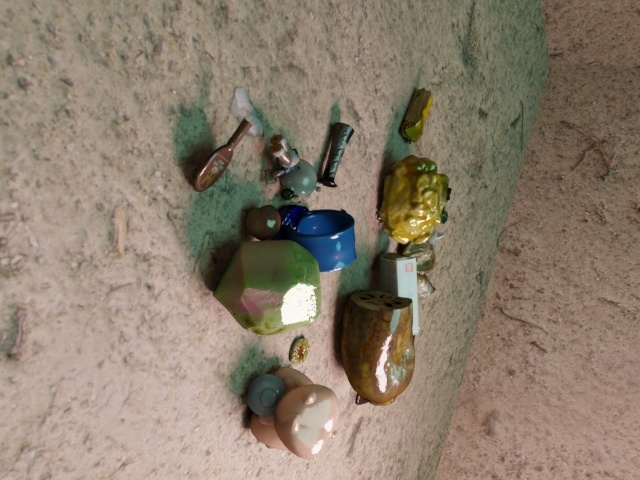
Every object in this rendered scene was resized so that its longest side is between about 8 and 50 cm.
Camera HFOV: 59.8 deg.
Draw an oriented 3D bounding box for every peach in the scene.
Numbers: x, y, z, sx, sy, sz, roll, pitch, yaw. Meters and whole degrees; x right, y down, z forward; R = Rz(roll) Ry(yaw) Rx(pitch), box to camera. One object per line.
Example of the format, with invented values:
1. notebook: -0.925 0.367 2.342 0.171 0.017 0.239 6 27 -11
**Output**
1. peach: -0.126 -0.040 1.246 0.083 0.083 0.083 -29 125 -52

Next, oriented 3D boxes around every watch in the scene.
1. watch: -0.005 -0.002 1.351 0.196 0.200 0.171 -42 132 -40

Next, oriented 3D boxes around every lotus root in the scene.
1. lotus root: 0.178 0.336 1.744 0.250 0.250 0.346 -21 112 -55

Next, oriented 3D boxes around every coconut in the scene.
1. coconut: -0.115 0.101 1.200 0.236 0.235 0.205 11 68 -60

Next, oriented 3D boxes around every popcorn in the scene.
1. popcorn: 0.301 -0.128 1.810 0.252 0.215 0.286 -160 -96 -88

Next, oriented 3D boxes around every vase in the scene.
1. vase: 0.040 -0.225 1.478 0.059 0.059 0.167 30 75 -59

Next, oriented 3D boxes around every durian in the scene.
1. durian: 0.335 0.066 2.048 0.188 0.091 0.148 -11 76 -34

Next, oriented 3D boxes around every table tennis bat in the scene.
1. table tennis bat: -0.230 -0.194 1.089 0.170 0.119 0.107 -52 175 1

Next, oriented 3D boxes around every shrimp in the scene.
1. shrimp: 0.360 0.188 2.101 0.185 0.068 0.287 59 25 -16

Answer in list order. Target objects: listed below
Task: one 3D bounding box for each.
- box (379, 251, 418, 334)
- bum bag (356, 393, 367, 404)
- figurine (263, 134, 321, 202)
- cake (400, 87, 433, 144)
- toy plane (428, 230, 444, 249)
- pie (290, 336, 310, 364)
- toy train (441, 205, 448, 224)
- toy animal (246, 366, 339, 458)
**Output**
1. box: 0.264 0.179 1.876 0.079 0.135 0.270 -6 97 -20
2. bum bag: 0.173 0.515 2.011 0.109 0.026 0.159 16 88 -61
3. figurine: -0.072 -0.161 1.288 0.197 0.093 0.147 44 41 -47
4. cake: 0.338 -0.413 1.893 0.116 0.079 0.185 53 52 -50
5. toy plane: 0.420 0.026 2.191 0.174 0.080 0.174 -30 127 -49
6. pie: -0.056 0.309 1.554 0.084 0.020 0.084 -28 124 -52
7. toy train: 0.433 -0.106 2.133 0.170 0.111 0.071 27 80 -58
8. toy animal: -0.056 0.434 1.403 0.210 0.221 0.229 -58 144 -22
